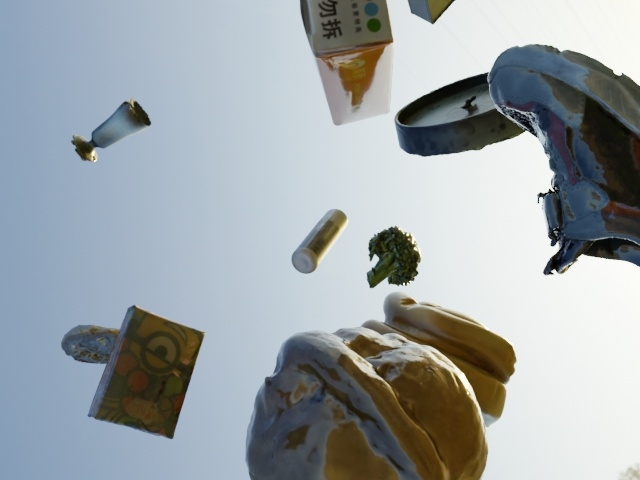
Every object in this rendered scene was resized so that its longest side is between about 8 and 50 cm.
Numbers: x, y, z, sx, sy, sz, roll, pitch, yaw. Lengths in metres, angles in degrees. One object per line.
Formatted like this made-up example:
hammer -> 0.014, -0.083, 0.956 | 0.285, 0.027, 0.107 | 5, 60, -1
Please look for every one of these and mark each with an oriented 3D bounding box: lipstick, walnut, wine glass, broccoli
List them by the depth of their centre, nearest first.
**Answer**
broccoli -> 0.095, 0.027, 0.845 | 0.095, 0.092, 0.097 | 53, 176, -8
lipstick -> 0.000, 0.000, 0.884 | 0.040, 0.040, 0.141 | 63, -149, -15
walnut -> 0.071, 0.298, 0.961 | 0.383, 0.383, 0.384 | 23, -120, -47
wine glass -> -0.433, -0.226, 1.287 | 0.072, 0.155, 0.072 | 55, -165, -22

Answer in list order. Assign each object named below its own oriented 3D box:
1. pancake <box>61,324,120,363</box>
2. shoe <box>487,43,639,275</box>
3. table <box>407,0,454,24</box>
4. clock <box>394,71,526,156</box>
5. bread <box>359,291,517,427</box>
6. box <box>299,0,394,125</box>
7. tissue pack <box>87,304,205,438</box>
pancake -> -0.297, 0.155, 0.904 | 0.151, 0.151, 0.025 | 32, -133, -43
shoe -> 0.186, -0.031, 0.417 | 0.227, 0.126, 0.099 | 44, -165, 27
table -> 0.173, -0.424, 0.801 | 0.240, 0.111, 0.121 | -48, -27, -4
clock -> 0.309, -0.269, 1.285 | 0.325, 0.324, 0.067 | -50, -54, -48
bread -> 0.288, 0.295, 1.559 | 0.245, 0.423, 0.329 | -46, -56, -20
box -> 0.027, -0.279, 0.745 | 0.274, 0.091, 0.221 | 25, -125, -84
tissue pack -> -0.224, 0.171, 0.812 | 0.108, 0.060, 0.148 | 26, -114, -25
